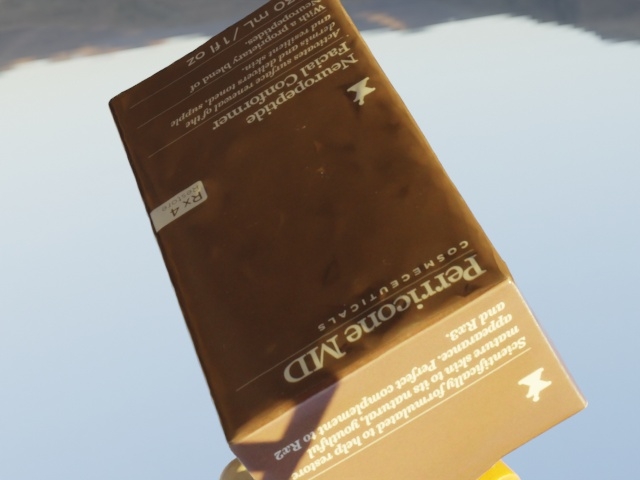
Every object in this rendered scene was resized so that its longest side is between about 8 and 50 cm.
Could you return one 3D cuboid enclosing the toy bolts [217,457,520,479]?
[{"bbox_3d":[0.035,0.180,1.232,0.158,0.218,0.228,25,-126,32],"label":"toy bolts"}]

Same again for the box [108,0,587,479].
[{"bbox_3d":[0.000,0.000,1.063,0.191,0.143,0.381,-31,-138,4],"label":"box"}]
